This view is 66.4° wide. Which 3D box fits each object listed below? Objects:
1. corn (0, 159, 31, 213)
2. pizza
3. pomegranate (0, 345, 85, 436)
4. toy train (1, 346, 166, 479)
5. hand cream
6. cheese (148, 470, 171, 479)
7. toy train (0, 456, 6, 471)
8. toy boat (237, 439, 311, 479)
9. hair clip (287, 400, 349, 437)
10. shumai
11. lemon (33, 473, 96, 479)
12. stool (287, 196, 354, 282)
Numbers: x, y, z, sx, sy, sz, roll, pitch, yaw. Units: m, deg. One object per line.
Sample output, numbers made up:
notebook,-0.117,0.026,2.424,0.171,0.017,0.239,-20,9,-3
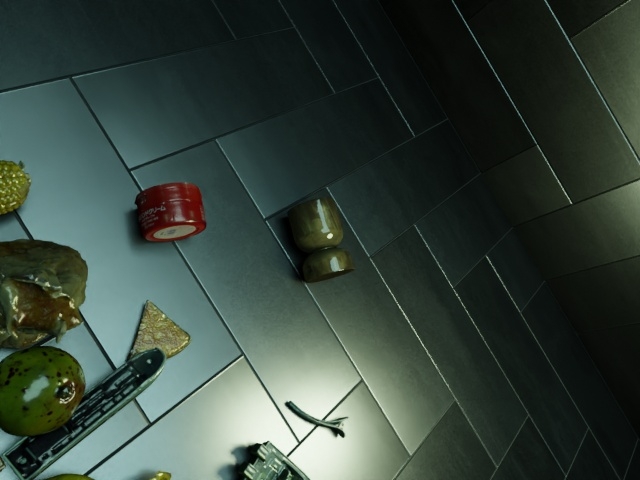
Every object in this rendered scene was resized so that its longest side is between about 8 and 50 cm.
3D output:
corn,-0.892,-0.097,1.150,0.387,0.144,0.144,-26,88,-36
pizza,-0.473,0.258,1.372,0.185,0.036,0.176,-27,87,-37
pomegranate,-0.646,0.346,1.084,0.198,0.246,0.198,50,9,-11
toy train,-0.556,0.418,1.212,0.086,0.088,0.407,43,50,11
hand cream,-0.436,-0.080,1.433,0.193,0.193,0.125,-7,75,-37
cheese,-0.442,0.690,1.191,0.156,0.064,0.250,54,52,-51
toy train,-0.757,0.430,1.037,0.091,0.136,0.227,-28,88,-39
toy boat,-0.098,0.725,1.418,0.319,0.092,0.141,47,54,-13
hair clip,-0.009,0.571,1.577,0.229,0.039,0.070,27,60,-23
shumai,-0.653,0.101,1.142,0.314,0.262,0.267,-45,114,-48
lemon,-0.556,0.617,1.081,0.248,0.184,0.184,49,52,-5
stool,0.000,0.000,1.719,0.179,0.179,0.264,-7,76,-37
